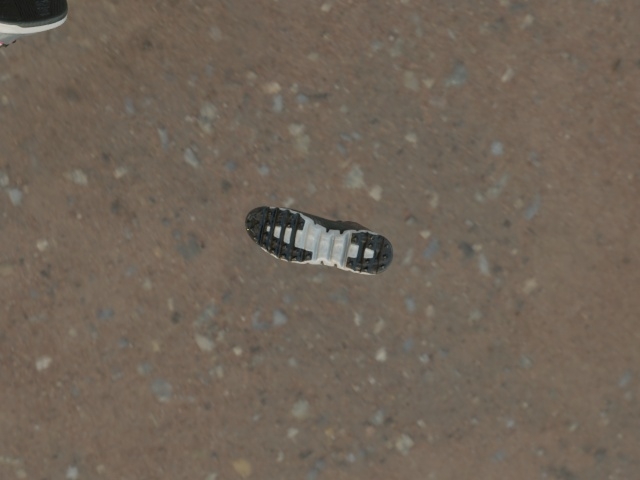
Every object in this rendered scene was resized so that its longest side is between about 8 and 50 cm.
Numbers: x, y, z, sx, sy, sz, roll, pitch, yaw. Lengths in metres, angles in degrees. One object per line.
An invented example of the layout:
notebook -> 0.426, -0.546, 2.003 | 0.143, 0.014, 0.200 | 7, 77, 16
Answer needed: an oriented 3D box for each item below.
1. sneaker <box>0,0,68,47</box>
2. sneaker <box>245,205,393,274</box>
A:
sneaker -> -0.556, -0.324, 1.883 | 0.295, 0.124, 0.178 | -6, 152, -13
sneaker -> 0.000, 0.000, 1.787 | 0.234, 0.106, 0.078 | 13, 95, 8
